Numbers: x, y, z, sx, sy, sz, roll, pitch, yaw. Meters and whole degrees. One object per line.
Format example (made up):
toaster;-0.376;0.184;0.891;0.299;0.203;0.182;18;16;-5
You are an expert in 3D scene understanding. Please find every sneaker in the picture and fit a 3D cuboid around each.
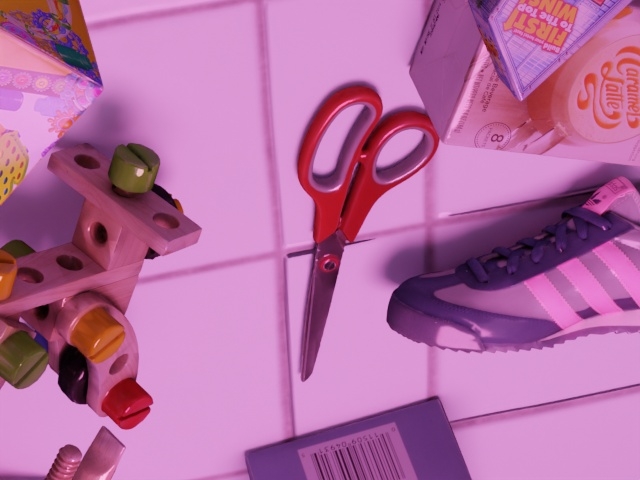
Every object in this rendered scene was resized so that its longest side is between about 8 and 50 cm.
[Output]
sneaker;0.206;0.010;1.575;0.319;0.112;0.131;-7;115;-16

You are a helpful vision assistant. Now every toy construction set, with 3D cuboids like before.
toy construction set;-0.186;0.063;1.363;0.257;0.309;0.237;10;122;-35

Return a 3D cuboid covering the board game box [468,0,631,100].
board game box;0.143;-0.204;1.272;0.194;0.060;0.194;29;103;-19

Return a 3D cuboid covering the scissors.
scissors;0.000;0.000;1.543;0.109;0.021;0.297;9;128;-27

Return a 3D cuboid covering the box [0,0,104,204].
box;-0.304;-0.119;1.154;0.177;0.290;0.279;29;117;-36

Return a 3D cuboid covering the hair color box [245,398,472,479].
hair color box;0.058;0.332;1.784;0.185;0.114;0.374;-16;133;-5

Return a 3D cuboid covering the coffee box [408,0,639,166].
coffee box;0.210;-0.142;1.430;0.246;0.098;0.141;5;127;-21
